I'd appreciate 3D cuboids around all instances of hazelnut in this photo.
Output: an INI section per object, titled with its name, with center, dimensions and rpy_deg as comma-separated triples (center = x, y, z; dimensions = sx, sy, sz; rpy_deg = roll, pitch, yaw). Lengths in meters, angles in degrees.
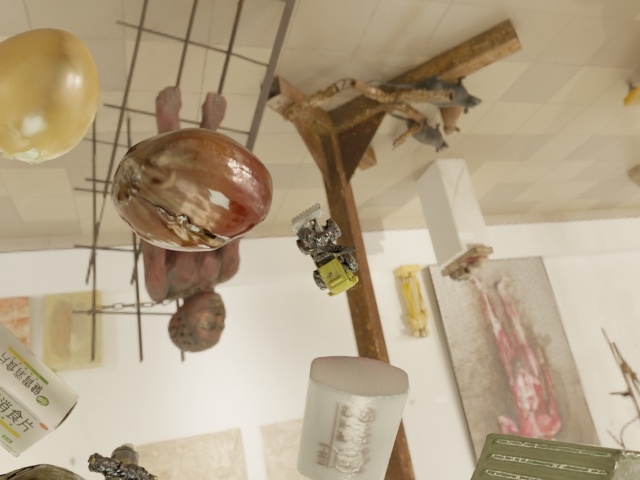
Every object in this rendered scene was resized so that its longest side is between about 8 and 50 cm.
[hazelnut]
center = -0.185, -0.067, 0.798
dimensions = 0.212, 0.181, 0.181
rpy_deg = -30, -176, 22

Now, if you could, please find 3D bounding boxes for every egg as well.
[egg]
center = -0.495, -0.257, 0.974
dimensions = 0.201, 0.244, 0.201
rpy_deg = 31, 178, 1

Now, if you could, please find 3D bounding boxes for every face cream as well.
[face cream]
center = -0.462, 0.569, 1.267
dimensions = 0.073, 0.073, 0.283
rpy_deg = -7, -159, -8

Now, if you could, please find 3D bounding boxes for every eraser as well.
[eraser]
center = 0.053, 0.339, 1.025
dimensions = 0.174, 0.094, 0.269
rpy_deg = 7, 123, -1

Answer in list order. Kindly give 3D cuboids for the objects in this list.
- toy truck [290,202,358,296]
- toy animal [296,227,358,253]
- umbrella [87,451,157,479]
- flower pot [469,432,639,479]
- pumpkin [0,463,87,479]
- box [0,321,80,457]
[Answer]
[toy truck]
center = 0.005, 0.021, 1.604
dimensions = 0.136, 0.285, 0.111
rpy_deg = -32, 161, 9
[toy animal]
center = 0.000, 0.000, 1.420
dimensions = 0.220, 0.061, 0.108
rpy_deg = 19, -167, 42
[umbrella]
center = -0.363, 0.427, 1.025
dimensions = 0.040, 0.037, 0.144
rpy_deg = -9, 143, 40
[flower pot]
center = 0.316, 0.358, 0.686
dimensions = 0.209, 0.239, 0.190
rpy_deg = -18, 179, -36
[pumpkin]
center = -0.404, 0.430, 0.669
dimensions = 0.139, 0.317, 0.222
rpy_deg = -5, 139, 42
[box]
center = -0.828, 0.382, 1.454
dimensions = 0.173, 0.332, 0.145
rpy_deg = -35, -165, 16
